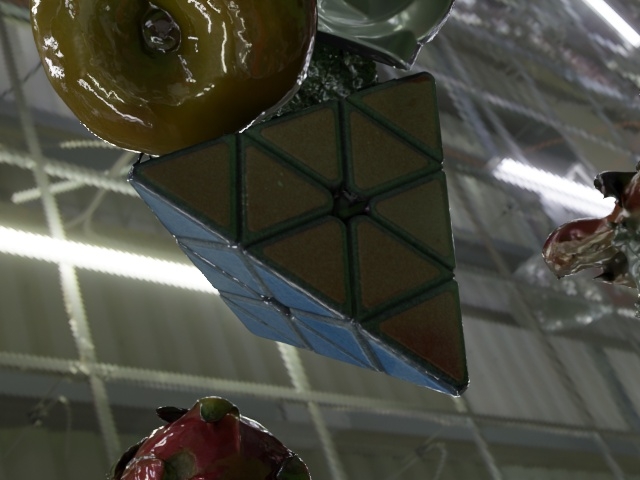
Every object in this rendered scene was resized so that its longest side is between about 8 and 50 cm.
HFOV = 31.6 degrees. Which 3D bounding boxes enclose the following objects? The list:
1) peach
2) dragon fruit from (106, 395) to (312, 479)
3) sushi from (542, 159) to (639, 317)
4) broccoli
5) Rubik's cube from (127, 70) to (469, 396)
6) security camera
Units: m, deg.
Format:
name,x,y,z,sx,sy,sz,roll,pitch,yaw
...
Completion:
name,x,y,z,sx,sy,sz,roll,pitch,yaw
peach,-0.126,-0.193,0.956,0.251,0.251,0.153,38,-161,-9
dragon fruit,-0.185,0.368,1.660,0.226,0.305,0.305,49,-164,-50
sushi,0.233,-0.008,0.611,0.097,0.226,0.103,55,-149,-32
broccoli,-0.043,-0.275,1.660,0.283,0.304,0.321,-47,-50,-51
Rubik's cube,-0.001,-0.001,0.966,0.228,0.229,0.233,-61,-40,-71
security camera,0.038,-0.348,1.327,0.197,0.191,0.277,25,176,28
